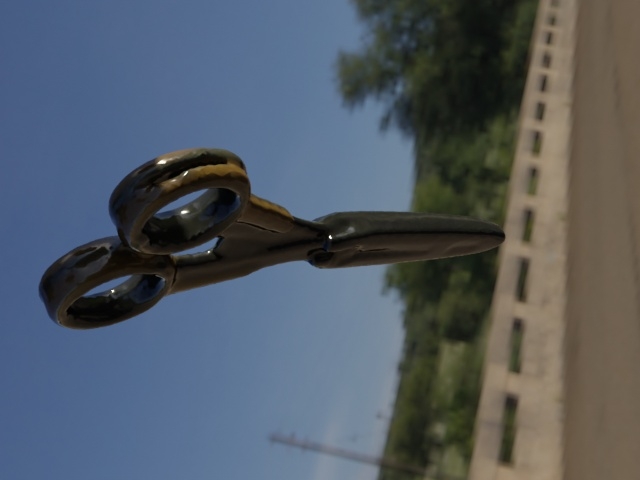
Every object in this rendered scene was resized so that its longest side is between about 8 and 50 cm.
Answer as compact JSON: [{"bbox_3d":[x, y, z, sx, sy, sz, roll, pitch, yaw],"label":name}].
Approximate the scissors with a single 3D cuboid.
[{"bbox_3d":[0.000,0.000,0.551,0.220,0.017,0.088,-1,-37,-48],"label":"scissors"}]
